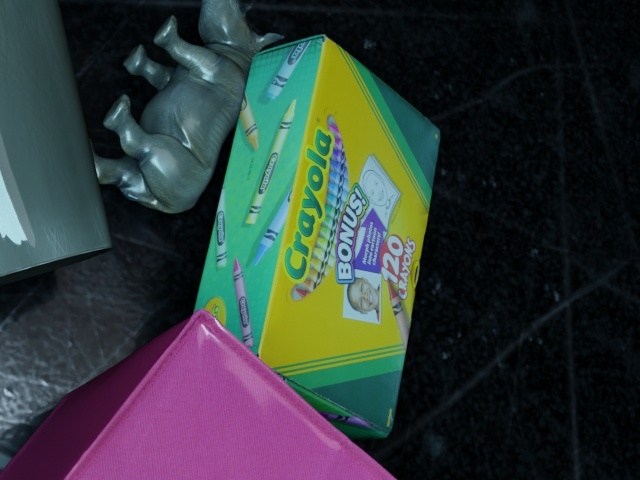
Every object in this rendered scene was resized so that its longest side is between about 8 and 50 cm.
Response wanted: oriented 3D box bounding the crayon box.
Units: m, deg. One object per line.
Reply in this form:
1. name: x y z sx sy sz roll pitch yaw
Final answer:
1. crayon box: 0.000 0.000 1.094 0.165 0.081 0.278 34 58 -42

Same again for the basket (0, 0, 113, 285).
1. basket: -0.241 -0.084 0.977 0.154 0.204 0.226 -17 88 13

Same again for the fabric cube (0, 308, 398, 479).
1. fabric cube: -0.101 0.241 0.886 0.259 0.258 0.254 44 57 -10

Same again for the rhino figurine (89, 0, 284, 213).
1. rhino figurine: -0.103 -0.125 1.116 0.106 0.073 0.243 41 56 -22
